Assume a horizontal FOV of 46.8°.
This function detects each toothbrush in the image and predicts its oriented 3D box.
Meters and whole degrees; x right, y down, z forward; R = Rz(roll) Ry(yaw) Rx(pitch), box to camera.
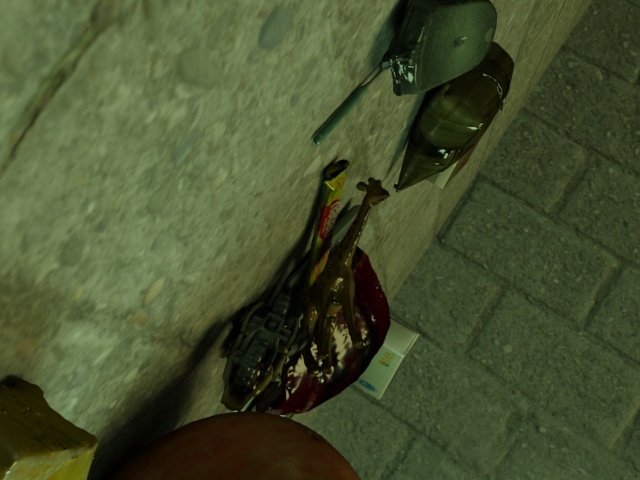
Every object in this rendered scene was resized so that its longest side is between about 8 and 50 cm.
[{"bbox_3d":[0.041,-0.164,0.835,0.167,0.011,0.014,-51,162,-28],"label":"toothbrush"}]

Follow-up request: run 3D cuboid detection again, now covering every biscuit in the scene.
[{"bbox_3d":[0.000,0.000,1.030,0.048,0.026,0.291,-41,156,-34],"label":"biscuit"}]

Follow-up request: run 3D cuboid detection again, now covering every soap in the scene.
[{"bbox_3d":[-0.233,0.189,0.487,0.160,0.080,0.257,-42,162,-53],"label":"soap"}]

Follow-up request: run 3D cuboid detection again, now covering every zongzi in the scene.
[{"bbox_3d":[0.230,-0.207,1.276,0.221,0.112,0.242,-49,174,-35],"label":"zongzi"}]

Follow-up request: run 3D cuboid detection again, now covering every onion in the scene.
[{"bbox_3d":[0.010,0.191,1.195,0.280,0.146,0.314,-60,-176,-33],"label":"onion"}]

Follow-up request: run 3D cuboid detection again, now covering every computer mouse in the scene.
[{"bbox_3d":[0.131,-0.238,0.871,0.229,0.068,0.113,-28,133,-45],"label":"computer mouse"}]

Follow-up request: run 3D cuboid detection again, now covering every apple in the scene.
[{"bbox_3d":[-0.118,0.407,0.849,0.347,0.391,0.391,-15,142,-37],"label":"apple"}]

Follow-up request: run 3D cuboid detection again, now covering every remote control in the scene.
[{"bbox_3d":[0.006,0.012,1.137,0.184,0.027,0.050,-46,158,-25],"label":"remote control"}]

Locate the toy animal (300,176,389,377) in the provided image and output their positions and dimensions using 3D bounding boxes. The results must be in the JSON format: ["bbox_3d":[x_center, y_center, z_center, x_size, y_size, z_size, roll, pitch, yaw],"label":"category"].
[{"bbox_3d":[0.030,0.051,1.000,0.149,0.054,0.275,-17,-125,64],"label":"toy animal"}]

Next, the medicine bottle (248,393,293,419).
[{"bbox_3d":[-0.096,0.339,1.459,0.219,0.078,0.115,-53,167,-14],"label":"medicine bottle"}]

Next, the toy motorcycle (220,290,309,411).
[{"bbox_3d":[-0.080,0.154,0.967,0.129,0.094,0.229,-63,180,18],"label":"toy motorcycle"}]

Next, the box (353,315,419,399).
[{"bbox_3d":[0.080,0.223,1.570,0.065,0.200,0.343,-55,168,-23],"label":"box"}]

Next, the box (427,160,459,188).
[{"bbox_3d":[0.320,-0.217,1.723,0.201,0.058,0.141,-41,161,-55],"label":"box"}]
